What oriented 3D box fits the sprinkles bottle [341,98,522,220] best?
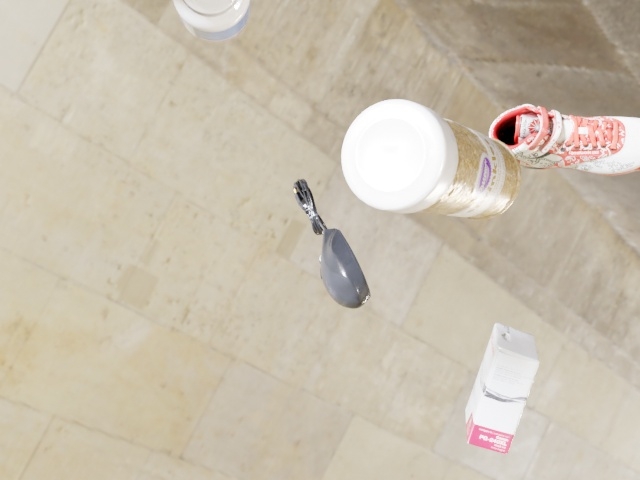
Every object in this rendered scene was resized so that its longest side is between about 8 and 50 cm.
[{"bbox_3d":[0.149,-0.089,1.097,0.121,0.121,0.355,25,-170,24],"label":"sprinkles bottle"}]

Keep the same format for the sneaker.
[{"bbox_3d":[0.406,-0.163,1.424,0.270,0.090,0.145,2,171,38],"label":"sneaker"}]

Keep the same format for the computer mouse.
[{"bbox_3d":[0.000,0.000,1.035,0.242,0.041,0.071,-120,8,-55],"label":"computer mouse"}]

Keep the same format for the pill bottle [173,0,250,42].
[{"bbox_3d":[-0.172,-0.389,1.422,0.124,0.124,0.221,28,-177,-7],"label":"pill bottle"}]

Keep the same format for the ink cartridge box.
[{"bbox_3d":[0.258,0.209,1.272,0.063,0.150,0.109,16,-163,4],"label":"ink cartridge box"}]
